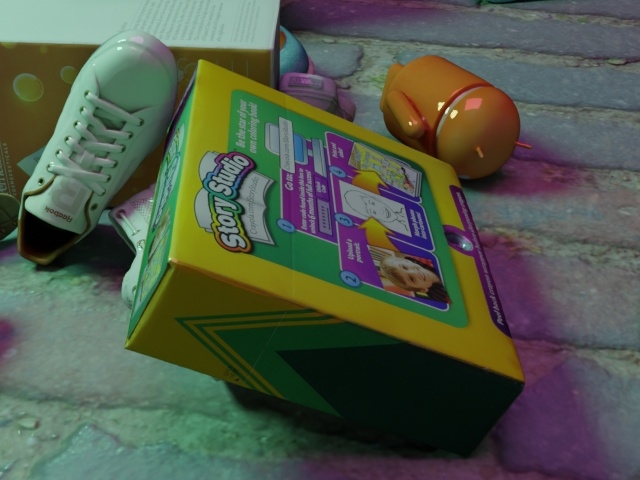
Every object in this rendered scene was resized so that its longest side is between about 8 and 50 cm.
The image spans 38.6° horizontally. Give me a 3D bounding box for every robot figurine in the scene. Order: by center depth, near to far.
[{"bbox_3d":[0.166,-0.159,1.183,0.128,0.158,0.219,-48,47,-1],"label":"robot figurine"}]

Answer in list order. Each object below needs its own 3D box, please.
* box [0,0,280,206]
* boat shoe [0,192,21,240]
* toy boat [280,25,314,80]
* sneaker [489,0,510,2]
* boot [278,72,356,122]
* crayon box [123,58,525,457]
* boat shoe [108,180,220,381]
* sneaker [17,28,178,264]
[{"bbox_3d":[-0.223,-0.171,1.103,0.345,0.215,0.168,1,35,0],"label":"box"},{"bbox_3d":[-0.417,-0.012,0.995,0.178,0.064,0.060,-26,32,-26],"label":"boat shoe"},{"bbox_3d":[-0.167,-0.253,1.284,0.318,0.148,0.267,-13,37,-21],"label":"toy boat"},{"bbox_3d":[0.418,-0.562,1.785,0.318,0.127,0.208,-7,37,-14],"label":"sneaker"},{"bbox_3d":[-0.013,-0.127,1.155,0.095,0.123,0.258,8,0,10],"label":"boot"},{"bbox_3d":[0.000,0.000,0.867,0.313,0.106,0.363,20,31,-16],"label":"crayon box"},{"bbox_3d":[-0.148,0.047,0.907,0.096,0.098,0.277,-24,42,-9],"label":"boat shoe"},{"bbox_3d":[-0.233,-0.080,0.945,0.105,0.290,0.123,25,37,-17],"label":"sneaker"}]
